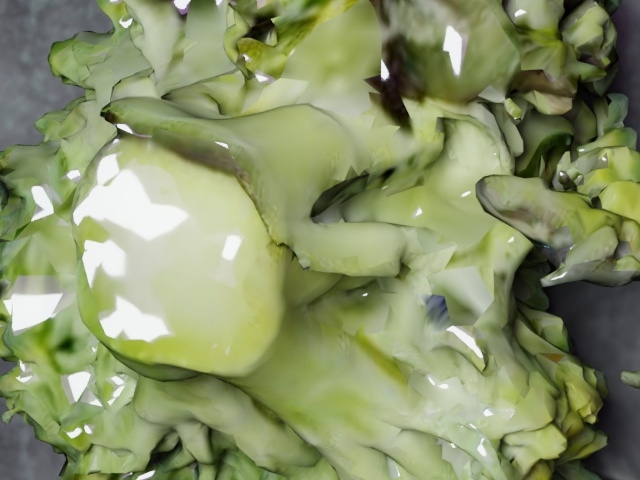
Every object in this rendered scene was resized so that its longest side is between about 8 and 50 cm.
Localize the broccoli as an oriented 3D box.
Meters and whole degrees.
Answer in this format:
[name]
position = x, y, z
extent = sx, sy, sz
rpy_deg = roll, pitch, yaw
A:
[broccoli]
position = 0.005, -0.003, 0.767
extent = 0.324, 0.272, 0.334
rpy_deg = 15, 101, -13
